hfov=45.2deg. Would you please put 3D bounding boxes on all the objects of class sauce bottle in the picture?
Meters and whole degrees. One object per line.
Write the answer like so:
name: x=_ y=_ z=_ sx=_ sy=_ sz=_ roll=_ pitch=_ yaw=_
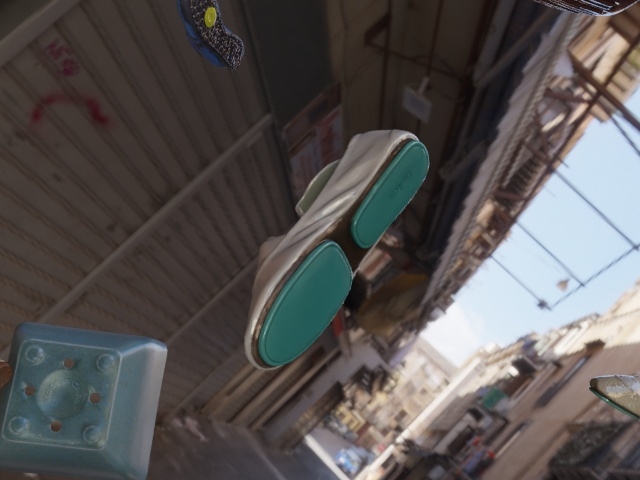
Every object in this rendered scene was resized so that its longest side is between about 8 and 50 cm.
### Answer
sauce bottle: x=-0.493 y=0.168 z=1.086 sx=0.128 sy=0.042 sz=0.042 roll=22 pitch=-18 yaw=22

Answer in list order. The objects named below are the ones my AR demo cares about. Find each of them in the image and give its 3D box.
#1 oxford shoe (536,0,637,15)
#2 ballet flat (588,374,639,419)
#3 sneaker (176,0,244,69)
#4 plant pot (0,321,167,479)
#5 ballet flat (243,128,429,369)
oxford shoe: x=0.249 y=-0.293 z=0.694 sx=0.141 sy=0.146 sz=0.397 roll=14 pitch=12 yaw=-20
ballet flat: x=0.378 y=0.185 z=0.900 sx=0.168 sy=0.052 sz=0.057 roll=31 pitch=8 yaw=-29
sneaker: x=-0.195 y=-0.341 z=1.231 sx=0.082 sy=0.069 sz=0.209 roll=22 pitch=-8 yaw=19
plant pot: x=-0.389 y=0.250 z=1.213 sx=0.247 sy=0.247 sz=0.252 roll=8 pitch=-17 yaw=-6
ballet flat: x=0.000 y=0.000 z=1.047 sx=0.139 sy=0.400 sz=0.139 roll=31 pitch=-23 yaw=15
